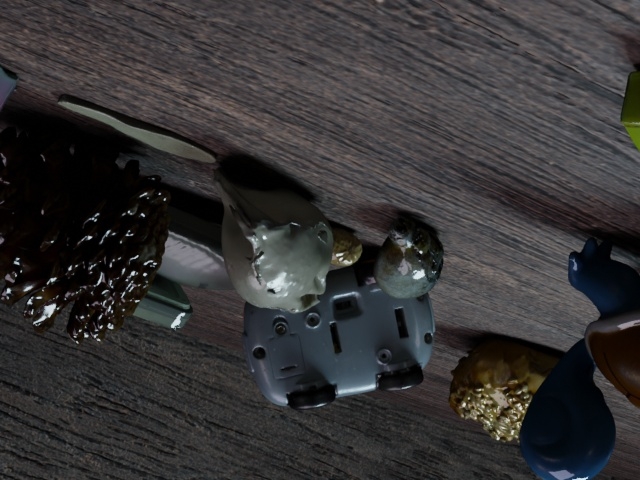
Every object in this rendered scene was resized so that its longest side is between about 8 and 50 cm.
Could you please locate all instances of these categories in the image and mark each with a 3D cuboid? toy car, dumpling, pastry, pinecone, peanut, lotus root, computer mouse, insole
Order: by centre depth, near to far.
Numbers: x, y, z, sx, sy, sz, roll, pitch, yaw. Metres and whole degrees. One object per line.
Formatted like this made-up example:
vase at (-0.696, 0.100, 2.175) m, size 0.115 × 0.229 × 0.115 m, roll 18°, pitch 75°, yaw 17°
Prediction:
insole at (-0.206, -0.124, 1.390) m, size 0.192 × 0.010 × 0.063 m, roll 20°, pitch 168°, yaw -19°
dumpling at (-0.069, -0.010, 1.476) m, size 0.172 × 0.142 × 0.247 m, roll 45°, pitch 170°, yaw 33°
lotus root at (0.108, 0.024, 1.492) m, size 0.088 × 0.088 × 0.165 m, roll 15°, pitch 158°, yaw 6°
pinecone at (-0.323, -0.020, 1.507) m, size 0.292 × 0.246 × 0.246 m, roll 34°, pitch 173°, yaw 17°
peanut at (0.000, 0.000, 1.596) m, size 0.113 × 0.054 × 0.054 m, roll 17°, pitch 168°, yaw -3°
computer mouse at (-0.246, -0.010, 1.715) m, size 0.330 × 0.095 × 0.197 m, roll 23°, pitch 168°, yaw -5°
toy car at (0.018, 0.123, 1.730) m, size 0.270 × 0.181 × 0.212 m, roll -12°, pitch -176°, yaw -10°
pastry at (0.348, 0.276, 2.139) m, size 0.255 × 0.162 × 0.311 m, roll 11°, pitch 169°, yaw 16°

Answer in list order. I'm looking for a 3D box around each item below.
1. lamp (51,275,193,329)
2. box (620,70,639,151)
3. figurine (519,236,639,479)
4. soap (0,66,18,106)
lamp at (-0.331, 0.015, 1.759) m, size 0.269 × 0.047 × 0.266 m, roll 23°, pitch -166°, yaw -31°
box at (0.361, -0.038, 0.942) m, size 0.187 × 0.047 × 0.335 m, roll 10°, pitch 167°, yaw 30°
figurine at (0.385, 0.105, 1.258) m, size 0.416 × 0.243 × 0.298 m, roll -18°, pitch 141°, yaw 33°
soap at (-0.402, -0.173, 1.318) m, size 0.149 × 0.056 × 0.100 m, roll 21°, pitch 170°, yaw -19°
